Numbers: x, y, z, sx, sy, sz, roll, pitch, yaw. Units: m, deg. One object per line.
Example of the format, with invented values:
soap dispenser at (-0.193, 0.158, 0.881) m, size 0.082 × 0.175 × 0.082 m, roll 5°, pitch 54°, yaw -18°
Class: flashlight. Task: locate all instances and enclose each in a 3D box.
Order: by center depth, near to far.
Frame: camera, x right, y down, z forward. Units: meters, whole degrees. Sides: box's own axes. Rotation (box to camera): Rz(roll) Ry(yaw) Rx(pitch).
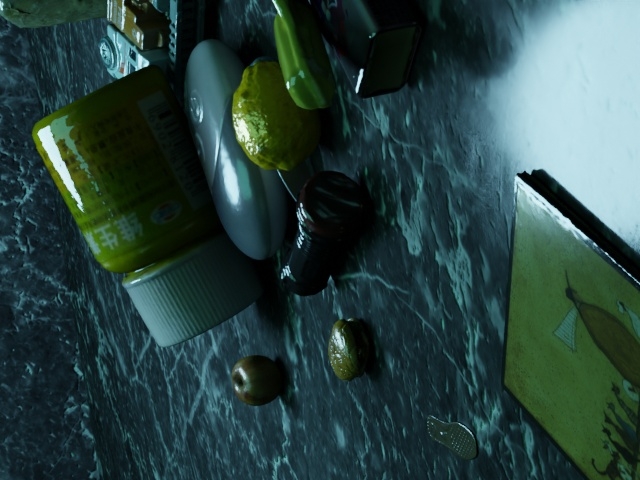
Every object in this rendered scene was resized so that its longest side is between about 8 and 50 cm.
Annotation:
flashlight at (0.000, 0.000, 1.966) m, size 0.232 × 0.093 × 0.093 m, roll 107°, pitch 147°, yaw -62°

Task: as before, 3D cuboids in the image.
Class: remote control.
remote control at (-0.120, -0.130, 2.186) m, size 0.221 × 0.104 × 0.332 m, roll 101°, pitch 151°, yaw -65°

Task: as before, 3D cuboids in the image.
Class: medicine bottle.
medicine bottle at (-0.251, -0.050, 2.316) m, size 0.384 × 0.224 × 0.224 m, roll 62°, pitch 162°, yaw -7°

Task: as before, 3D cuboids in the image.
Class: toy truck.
toy truck at (-0.243, -0.340, 2.379) m, size 0.184 × 0.133 × 0.338 m, roll 47°, pitch 143°, yaw 39°

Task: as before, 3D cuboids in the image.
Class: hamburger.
hamburger at (0.036, 0.141, 1.992) m, size 0.083 × 0.044 × 0.076 m, roll 106°, pitch 147°, yaw -48°

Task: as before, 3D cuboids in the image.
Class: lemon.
lemon at (-0.059, -0.160, 1.980) m, size 0.114 × 0.114 × 0.155 m, roll 120°, pitch 135°, yaw -62°

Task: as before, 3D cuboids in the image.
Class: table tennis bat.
table tennis bat at (-0.035, -0.264, 1.788) m, size 0.368 × 0.054 × 0.224 m, roll -104°, pitch -13°, yaw -50°

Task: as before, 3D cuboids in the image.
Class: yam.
yam at (-0.396, -0.451, 2.510) m, size 0.195 × 0.300 × 0.195 m, roll 173°, pitch 90°, yaw -80°

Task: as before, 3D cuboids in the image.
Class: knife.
knife at (-0.047, -0.131, 2.050) m, size 0.032 × 0.058 × 0.244 m, roll -32°, pitch 69°, yaw 48°

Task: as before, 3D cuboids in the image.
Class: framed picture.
framed picture at (0.255, 0.119, 1.408) m, size 0.338 × 0.014 × 0.255 m, roll -129°, pitch 33°, yaw -53°

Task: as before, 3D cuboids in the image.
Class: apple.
apple at (-0.096, 0.214, 2.365) m, size 0.084 × 0.071 × 0.084 m, roll 35°, pitch 131°, yaw 52°

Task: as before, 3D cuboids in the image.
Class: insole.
insole at (0.150, 0.226, 1.780) m, size 0.135 × 0.002 × 0.045 m, roll -167°, pitch 68°, yaw -69°

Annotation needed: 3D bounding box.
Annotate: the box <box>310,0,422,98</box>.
box at (0.035, -0.278, 1.717) m, size 0.120 × 0.069 × 0.224 m, roll 104°, pitch 148°, yaw -52°
